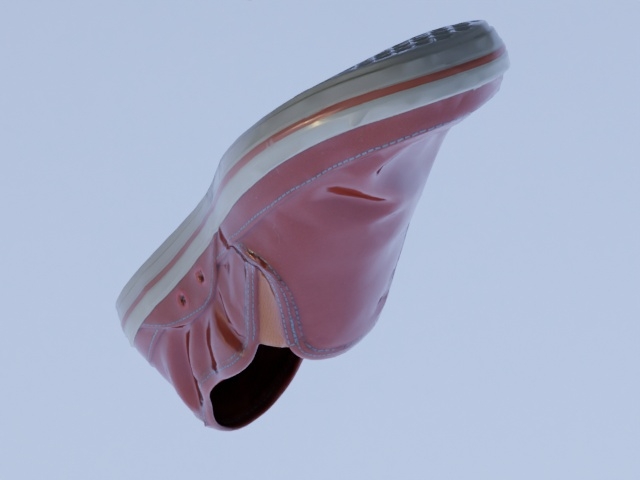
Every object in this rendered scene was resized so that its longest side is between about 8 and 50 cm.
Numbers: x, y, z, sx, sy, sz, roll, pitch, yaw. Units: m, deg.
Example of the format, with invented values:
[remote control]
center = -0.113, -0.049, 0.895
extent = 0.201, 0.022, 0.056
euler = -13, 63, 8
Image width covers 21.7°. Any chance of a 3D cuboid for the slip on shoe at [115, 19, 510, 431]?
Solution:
[slip on shoe]
center = 0.000, 0.000, 0.800
extent = 0.123, 0.331, 0.101
euler = -26, -102, -36
